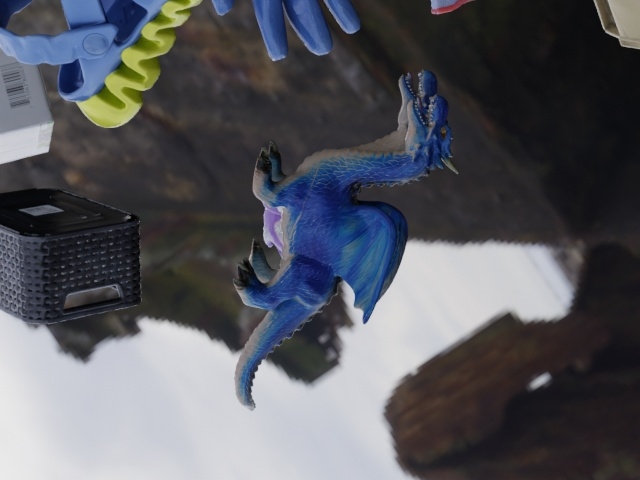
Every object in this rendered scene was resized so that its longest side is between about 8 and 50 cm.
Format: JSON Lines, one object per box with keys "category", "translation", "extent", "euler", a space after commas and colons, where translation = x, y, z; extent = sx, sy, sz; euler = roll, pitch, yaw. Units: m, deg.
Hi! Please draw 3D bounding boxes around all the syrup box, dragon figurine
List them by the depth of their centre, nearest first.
{"category": "dragon figurine", "translation": [0.016, 0.010, 1.167], "extent": [0.144, 0.289, 0.085], "euler": [12, -171, 5]}
{"category": "syrup box", "translation": [-0.350, -0.145, 1.717], "extent": [0.237, 0.096, 0.093], "euler": [156, 98, -79]}

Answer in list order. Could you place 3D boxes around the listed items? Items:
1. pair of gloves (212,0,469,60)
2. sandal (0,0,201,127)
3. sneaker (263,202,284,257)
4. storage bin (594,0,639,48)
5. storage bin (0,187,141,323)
{"category": "pair of gloves", "translation": [0.023, -0.194, 0.879], "extent": [0.023, 0.198, 0.159], "euler": [-165, 58, -77]}
{"category": "sandal", "translation": [-0.158, -0.227, 1.235], "extent": [0.138, 0.317, 0.126], "euler": [16, -146, -28]}
{"category": "sneaker", "translation": [0.000, 0.000, 2.028], "extent": [0.095, 0.104, 0.236], "euler": [-1, -158, -38]}
{"category": "storage bin", "translation": [0.386, -0.333, 1.652], "extent": [0.260, 0.123, 0.262], "euler": [21, 143, 53]}
{"category": "storage bin", "translation": [-0.260, 0.010, 1.482], "extent": [0.180, 0.122, 0.084], "euler": [19, 114, 49]}
